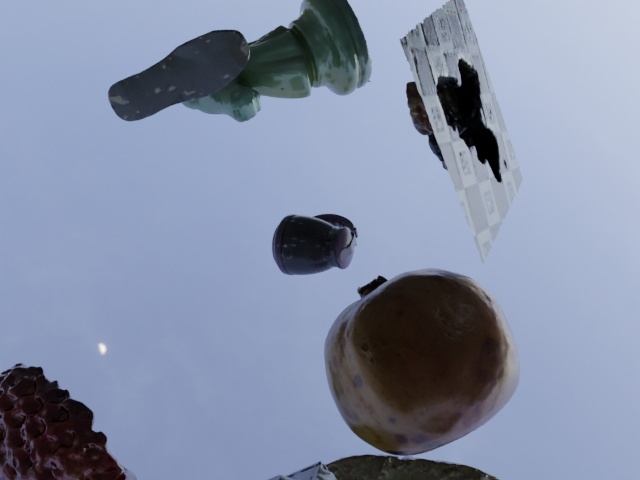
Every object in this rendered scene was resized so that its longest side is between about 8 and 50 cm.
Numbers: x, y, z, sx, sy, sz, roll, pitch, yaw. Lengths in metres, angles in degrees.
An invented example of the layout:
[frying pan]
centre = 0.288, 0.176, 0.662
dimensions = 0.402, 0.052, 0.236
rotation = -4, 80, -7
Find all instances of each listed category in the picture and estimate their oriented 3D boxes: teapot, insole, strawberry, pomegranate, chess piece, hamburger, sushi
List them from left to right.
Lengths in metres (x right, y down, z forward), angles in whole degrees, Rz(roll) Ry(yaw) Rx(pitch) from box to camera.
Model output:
[strawberry]
centre = -0.393, 0.312, 1.128
dimensions = 0.149, 0.265, 0.336
rotation = -38, -162, -33
[insole]
centre = -0.205, -0.233, 1.151
dimensions = 0.248, 0.081, 0.011
rotation = -17, -160, 26
[chess piece]
centre = -0.082, -0.274, 1.275
dimensions = 0.298, 0.175, 0.175
rotation = -23, -136, -11
[teapot]
centre = -0.001, 0.010, 1.512
dimensions = 0.146, 0.116, 0.148
rotation = 4, -174, 26
[hamburger]
centre = 0.164, 0.551, 1.499
dimensions = 0.446, 0.287, 0.268
rotation = 3, -114, 0
[pomegranate]
centre = 0.109, 0.126, 0.898
dimensions = 0.216, 0.215, 0.215
rotation = -1, -140, 1
[sushi]
centre = 0.187, -0.165, 1.153
dimensions = 0.069, 0.320, 0.339
rotation = -14, -161, 29

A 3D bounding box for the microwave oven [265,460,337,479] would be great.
[microwave oven]
centre = -0.041, 0.489, 1.025
dimensions = 0.219, 0.286, 0.355
rotation = -27, -177, 14
